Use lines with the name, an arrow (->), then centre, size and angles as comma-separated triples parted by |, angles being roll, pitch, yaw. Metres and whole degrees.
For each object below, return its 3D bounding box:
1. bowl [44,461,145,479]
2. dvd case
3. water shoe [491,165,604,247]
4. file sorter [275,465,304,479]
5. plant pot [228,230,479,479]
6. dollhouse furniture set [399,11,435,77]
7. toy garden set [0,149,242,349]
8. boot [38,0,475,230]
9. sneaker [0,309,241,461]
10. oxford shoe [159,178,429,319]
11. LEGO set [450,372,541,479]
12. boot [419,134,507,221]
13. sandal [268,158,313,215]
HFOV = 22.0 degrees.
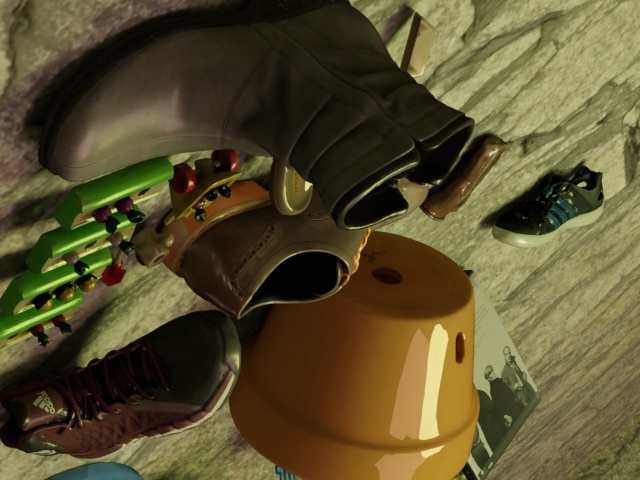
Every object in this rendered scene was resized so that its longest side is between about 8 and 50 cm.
bowl -> -0.353, 0.426, 1.974 | 0.391, 0.077, 0.391 | -35, 156, -18
dvd case -> 0.207, 0.187, 2.262 | 0.179, 0.029, 0.239 | -48, 120, -34
water shoe -> 0.305, -0.050, 2.225 | 0.203, 0.073, 0.080 | -20, 122, -41
file sorter -> 0.013, 0.296, 2.086 | 0.118, 0.104, 0.170 | 2, 146, -8
plant pot -> 0.054, 0.122, 1.870 | 0.291, 0.291, 0.203 | -19, 131, -44
dollhouse furniture set -> 0.059, -0.181, 1.653 | 0.081, 0.091, 0.114 | 11, 107, -14
toy garden set -> -0.184, 0.013, 1.501 | 0.204, 0.049, 0.244 | -25, 162, -45
boot -> -0.044, -0.091, 1.371 | 0.338, 0.223, 0.118 | -30, 156, -26
sneaker -> -0.214, 0.156, 1.624 | 0.281, 0.106, 0.162 | -35, 157, 36
oxford shoe -> 0.000, 0.000, 1.715 | 0.363, 0.133, 0.130 | -21, 149, -41
LEGO set -> 0.158, 0.280, 2.381 | 0.331, 0.192, 0.255 | -48, 156, 13
boot -> 0.174, -0.078, 1.979 | 0.114, 0.037, 0.106 | -50, 169, 26
sandal -> -0.016, -0.100, 1.577 | 0.072, 0.049, 0.180 | -33, 135, -41
